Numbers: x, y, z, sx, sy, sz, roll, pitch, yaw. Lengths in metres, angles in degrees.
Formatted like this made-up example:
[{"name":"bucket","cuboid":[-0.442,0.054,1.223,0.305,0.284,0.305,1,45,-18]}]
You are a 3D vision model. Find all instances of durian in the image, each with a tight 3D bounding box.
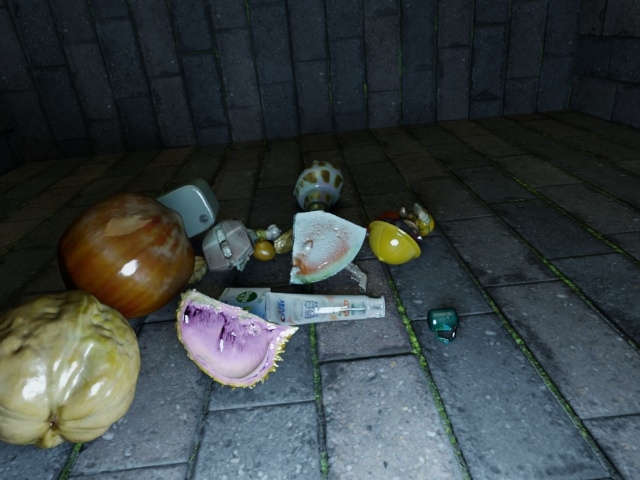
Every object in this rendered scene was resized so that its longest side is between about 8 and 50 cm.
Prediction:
[{"name":"durian","cuboid":[-0.215,0.239,1.097,0.342,0.191,0.112,14,1,23]}]

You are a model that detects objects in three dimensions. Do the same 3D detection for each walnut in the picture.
[{"name":"walnut","cuboid":[-0.549,0.258,0.977,0.307,0.305,0.344,-15,29,-19]}]

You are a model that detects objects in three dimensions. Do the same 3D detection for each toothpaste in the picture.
[{"name":"toothpaste","cuboid":[0.011,0.185,1.255,0.324,0.099,0.066,-2,-1,1]}]

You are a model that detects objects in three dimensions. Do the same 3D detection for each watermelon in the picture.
[{"name":"watermelon","cuboid":[0.000,0.000,1.448,0.290,0.213,0.319,-18,24,22]}]

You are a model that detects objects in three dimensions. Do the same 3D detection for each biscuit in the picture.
[{"name":"biscuit","cuboid":[-0.458,0.120,1.507,0.183,0.061,0.118,-17,30,-19]}]

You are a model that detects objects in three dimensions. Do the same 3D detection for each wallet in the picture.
[{"name":"wallet","cuboid":[0.258,-0.055,1.743,0.143,0.045,0.204,15,32,35]}]

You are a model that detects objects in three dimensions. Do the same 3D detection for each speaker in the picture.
[{"name":"speaker","cuboid":[-0.587,-0.082,1.723,0.407,0.183,0.184,-24,21,7]},{"name":"speaker","cuboid":[0.314,0.212,1.159,0.076,0.060,0.094,-6,26,2]}]

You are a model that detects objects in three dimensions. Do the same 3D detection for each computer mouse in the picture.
[{"name":"computer mouse","cuboid":[-0.323,0.011,1.568,0.200,0.114,0.389,-35,26,-2]}]

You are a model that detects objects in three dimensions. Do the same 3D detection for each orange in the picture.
[{"name":"orange","cuboid":[-0.200,0.038,1.606,0.085,0.084,0.085,-4,26,2]}]

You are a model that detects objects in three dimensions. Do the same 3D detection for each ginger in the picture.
[{"name":"ginger","cuboid":[-0.083,-0.014,1.687,0.206,0.081,0.115,-7,56,-22]}]

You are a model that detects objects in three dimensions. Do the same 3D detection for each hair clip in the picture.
[{"name":"hair clip","cuboid":[0.115,0.101,1.461,0.072,0.034,0.226,-13,27,-17]}]

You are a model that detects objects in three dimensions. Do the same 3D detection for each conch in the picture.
[{"name":"conch","cuboid":[-0.016,-0.224,1.988,0.249,0.197,0.368,-33,12,37]}]

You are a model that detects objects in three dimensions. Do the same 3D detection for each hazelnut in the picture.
[{"name":"hazelnut","cuboid":[-0.559,0.049,1.320,0.367,0.365,0.365,-4,26,2]}]

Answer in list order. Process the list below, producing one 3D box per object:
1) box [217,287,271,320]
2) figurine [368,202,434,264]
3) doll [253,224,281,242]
[{"name":"box","cuboid":[-0.223,0.209,1.256,0.140,0.073,0.194,-1,26,11]},{"name":"figurine","cuboid":[0.277,-0.018,1.522,0.257,0.167,0.192,-25,10,-32]},{"name":"doll","cuboid":[-0.226,-0.017,1.742,0.163,0.062,0.106,-13,31,-17]}]
